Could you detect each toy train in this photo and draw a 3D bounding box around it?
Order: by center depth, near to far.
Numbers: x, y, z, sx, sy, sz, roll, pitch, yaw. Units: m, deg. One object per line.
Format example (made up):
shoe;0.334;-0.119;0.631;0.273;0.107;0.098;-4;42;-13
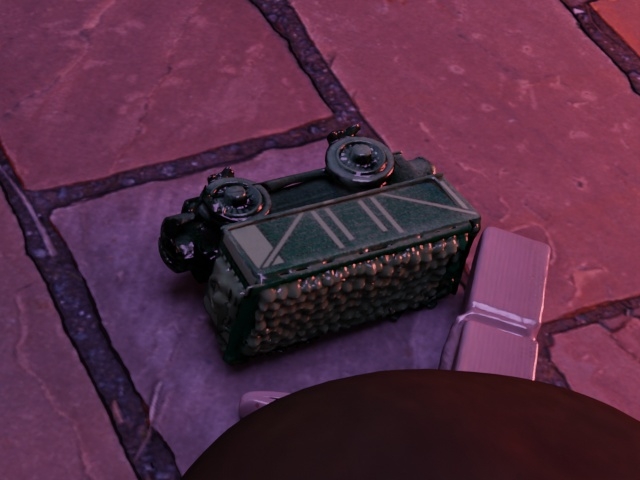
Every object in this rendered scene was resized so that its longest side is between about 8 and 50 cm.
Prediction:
toy train;0.000;0.000;1.129;0.269;0.115;0.154;-15;54;-30

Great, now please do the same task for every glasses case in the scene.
glasses case;-0.022;0.134;1.050;0.083;0.032;0.021;9;46;-5

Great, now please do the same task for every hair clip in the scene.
hair clip;0.125;0.132;1.045;0.085;0.101;0.330;16;45;6

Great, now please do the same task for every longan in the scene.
longan;0.076;0.232;0.727;0.361;0.361;0.361;6;48;-7
